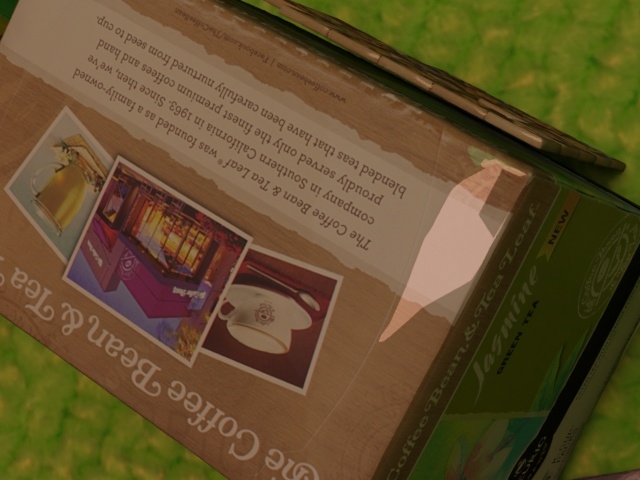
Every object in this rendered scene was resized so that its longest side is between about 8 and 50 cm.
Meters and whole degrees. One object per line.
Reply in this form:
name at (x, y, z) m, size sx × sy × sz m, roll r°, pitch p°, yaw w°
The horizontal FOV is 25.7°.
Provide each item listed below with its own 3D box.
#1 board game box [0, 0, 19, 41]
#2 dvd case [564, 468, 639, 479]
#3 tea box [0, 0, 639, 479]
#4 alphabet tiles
board game box at (-0.237, -0.190, 1.085) m, size 0.043 × 0.181 × 0.092 m, roll -14°, pitch 74°, yaw 17°
dvd case at (0.177, 0.269, 0.926) m, size 0.165 × 0.018 × 0.221 m, roll -11°, pitch 75°, yaw 18°
tea box at (0.000, 0.000, 0.861) m, size 0.329 × 0.323 × 0.220 m, roll 31°, pitch 100°, yaw 26°
alphabet tiles at (0.079, -0.109, 0.947) m, size 0.237 × 0.198 × 0.009 m, roll 31°, pitch 102°, yaw 23°
